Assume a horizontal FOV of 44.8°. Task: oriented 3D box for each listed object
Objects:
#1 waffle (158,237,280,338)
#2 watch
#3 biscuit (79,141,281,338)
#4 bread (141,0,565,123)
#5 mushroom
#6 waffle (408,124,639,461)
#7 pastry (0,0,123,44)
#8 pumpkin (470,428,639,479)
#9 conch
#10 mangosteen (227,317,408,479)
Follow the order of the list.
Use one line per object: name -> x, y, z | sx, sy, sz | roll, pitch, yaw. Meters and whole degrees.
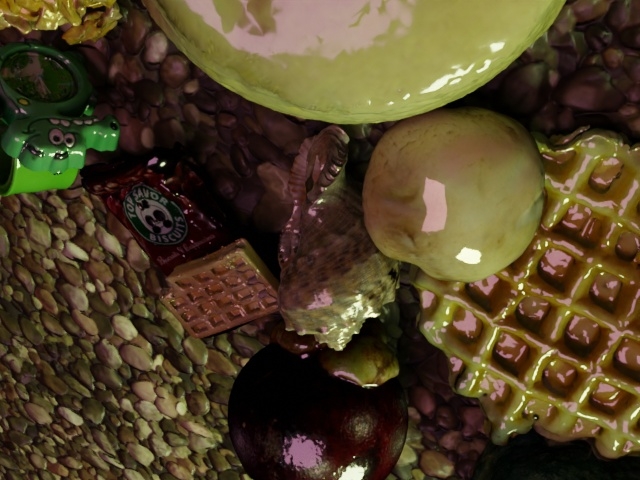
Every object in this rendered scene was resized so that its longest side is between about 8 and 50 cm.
waffle -> -0.105, 0.053, 0.799 | 0.135, 0.021, 0.092 | -21, 120, 30
watch -> -0.296, -0.104, 0.777 | 0.152, 0.131, 0.165 | -47, 65, 44
biscuit -> -0.143, -0.003, 0.824 | 0.151, 0.063, 0.235 | -21, 118, 34
bread -> 0.012, -0.229, 0.501 | 0.320, 0.237, 0.321 | 4, 116, 9
mushroom -> 0.103, -0.036, 0.593 | 0.112, 0.147, 0.148 | -134, 30, -55
waffle -> 0.225, 0.051, 0.675 | 0.297, 0.073, 0.317 | -19, 103, 28
pastry -> -0.281, -0.251, 0.707 | 0.249, 0.102, 0.154 | 18, 128, 15
pumpkin -> 0.267, 0.348, 0.770 | 0.263, 0.197, 0.293 | -25, 110, 33
conch -> 0.000, 0.000, 0.715 | 0.155, 0.130, 0.207 | 1, 103, 43
mangosteen -> 0.003, 0.153, 0.789 | 0.194, 0.194, 0.231 | 15, 102, 17
